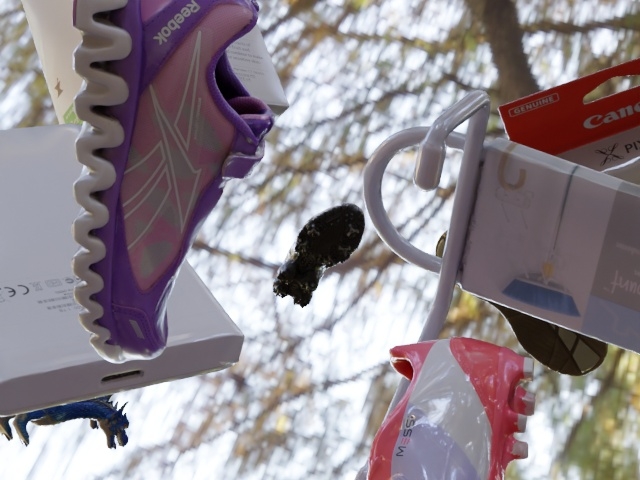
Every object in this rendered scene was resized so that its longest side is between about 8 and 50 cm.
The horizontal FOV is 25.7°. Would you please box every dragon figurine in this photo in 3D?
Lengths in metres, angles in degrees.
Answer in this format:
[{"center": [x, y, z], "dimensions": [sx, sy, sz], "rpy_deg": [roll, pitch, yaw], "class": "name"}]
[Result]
[{"center": [-0.332, 0.142, 1.649], "dimensions": [0.085, 0.144, 0.289], "rpy_deg": [0, -59, 52], "class": "dragon figurine"}]

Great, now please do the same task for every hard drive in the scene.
[{"center": [-0.221, 0.009, 1.118], "dimensions": [0.307, 0.203, 0.040], "rpy_deg": [48, -45, 40], "class": "hard drive"}]

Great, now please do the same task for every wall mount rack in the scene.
[{"center": [0.155, 0.075, 0.922], "dimensions": [0.350, 0.130, 0.304], "rpy_deg": [20, -58, 21], "class": "wall mount rack"}]

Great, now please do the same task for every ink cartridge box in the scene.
[{"center": [0.363, -0.107, 1.619], "dimensions": [0.275, 0.060, 0.239], "rpy_deg": [-19, -36, 9], "class": "ink cartridge box"}]

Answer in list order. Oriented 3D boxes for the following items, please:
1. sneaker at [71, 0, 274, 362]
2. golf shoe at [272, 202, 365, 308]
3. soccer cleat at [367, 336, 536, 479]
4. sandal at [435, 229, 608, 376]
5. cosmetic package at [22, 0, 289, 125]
[{"center": [-0.078, -0.041, 0.749], "dimensions": [0.104, 0.095, 0.236], "rpy_deg": [3, -68, -5], "class": "sneaker"}, {"center": [0.000, 0.000, 1.871], "dimensions": [0.077, 0.094, 0.198], "rpy_deg": [33, -48, -10], "class": "golf shoe"}, {"center": [0.059, 0.158, 0.783], "dimensions": [0.095, 0.248, 0.083], "rpy_deg": [5, -40, 18], "class": "soccer cleat"}, {"center": [0.178, 0.044, 1.206], "dimensions": [0.180, 0.049, 0.072], "rpy_deg": [39, -53, -4], "class": "sandal"}, {"center": [-0.194, -0.239, 1.492], "dimensions": [0.155, 0.366, 0.197], "rpy_deg": [2, -35, -42], "class": "cosmetic package"}]
